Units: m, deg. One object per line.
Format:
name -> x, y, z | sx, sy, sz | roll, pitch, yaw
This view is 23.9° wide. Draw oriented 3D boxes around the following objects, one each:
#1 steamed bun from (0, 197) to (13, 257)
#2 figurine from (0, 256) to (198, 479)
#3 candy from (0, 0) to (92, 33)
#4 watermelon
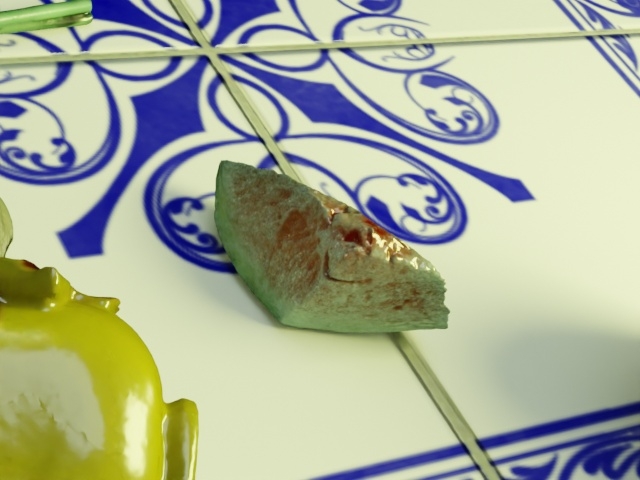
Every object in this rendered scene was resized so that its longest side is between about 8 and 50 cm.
steamed bun -> -0.280, -0.035, 0.800 | 0.218, 0.144, 0.211 | 29, 40, 7
figurine -> -0.218, 0.084, 0.662 | 0.327, 0.218, 0.169 | -2, 78, -23
candy -> -0.253, -0.143, 1.009 | 0.077, 0.073, 0.262 | 22, 26, 34
watermelon -> -0.004, 0.006, 0.947 | 0.180, 0.094, 0.081 | 24, 39, 24
